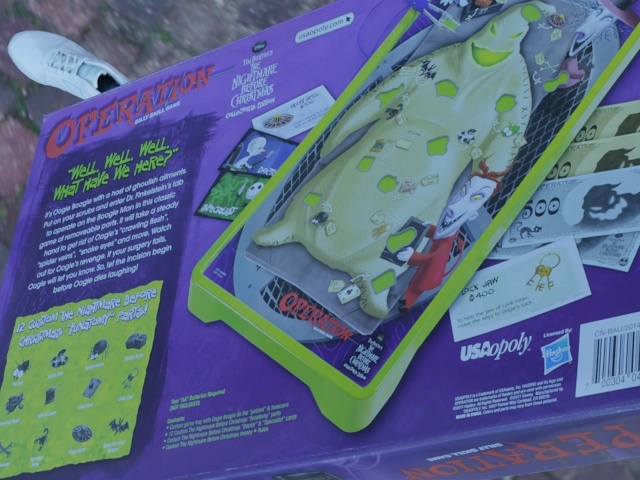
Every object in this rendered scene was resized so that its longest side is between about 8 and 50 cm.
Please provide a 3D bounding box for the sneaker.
[{"bbox_3d":[-0.239,-0.169,1.552,0.152,0.061,0.053,27,81,-4],"label":"sneaker"}]

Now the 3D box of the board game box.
[{"bbox_3d":[0.000,0.000,0.607,0.056,0.347,0.208,30,56,-42],"label":"board game box"}]
